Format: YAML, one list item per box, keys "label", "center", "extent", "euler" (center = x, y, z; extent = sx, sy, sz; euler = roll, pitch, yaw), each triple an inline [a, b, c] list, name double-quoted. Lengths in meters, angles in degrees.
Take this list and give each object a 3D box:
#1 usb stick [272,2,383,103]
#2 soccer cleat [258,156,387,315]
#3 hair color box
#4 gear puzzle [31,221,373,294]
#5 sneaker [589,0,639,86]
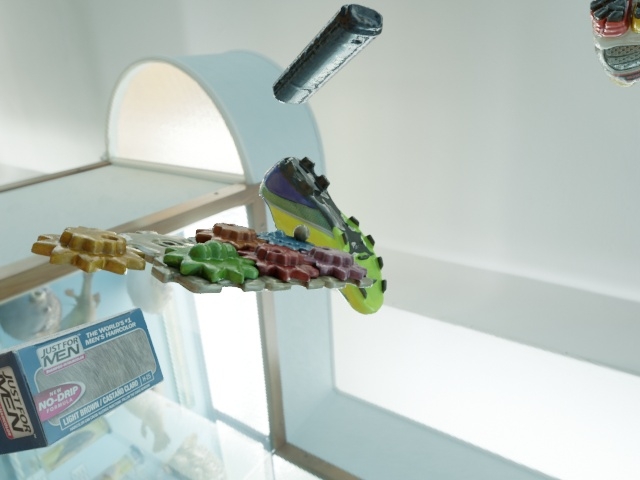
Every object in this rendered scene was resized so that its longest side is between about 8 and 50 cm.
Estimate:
- label: "usb stick"
  center: [0.001, -0.291, 0.819]
  extent: [0.278, 0.077, 0.045]
  euler: [-18, -110, 61]
- label: "soccer cleat"
  center: [0.000, -0.001, 0.809]
  extent: [0.121, 0.093, 0.289]
  euler: [-41, -103, 38]
- label: "hair color box"
  center: [-0.390, 0.188, 0.619]
  extent: [0.348, 0.174, 0.105]
  euler: [-19, -90, 24]
- label: "gear puzzle"
  center: [-0.106, 0.004, 0.508]
  extent: [0.176, 0.339, 0.044]
  euler: [23, -77, 42]
- label: "sneaker"
  center: [0.336, -0.187, 0.393]
  extent: [0.225, 0.088, 0.092]
  euler: [-9, -37, 23]
